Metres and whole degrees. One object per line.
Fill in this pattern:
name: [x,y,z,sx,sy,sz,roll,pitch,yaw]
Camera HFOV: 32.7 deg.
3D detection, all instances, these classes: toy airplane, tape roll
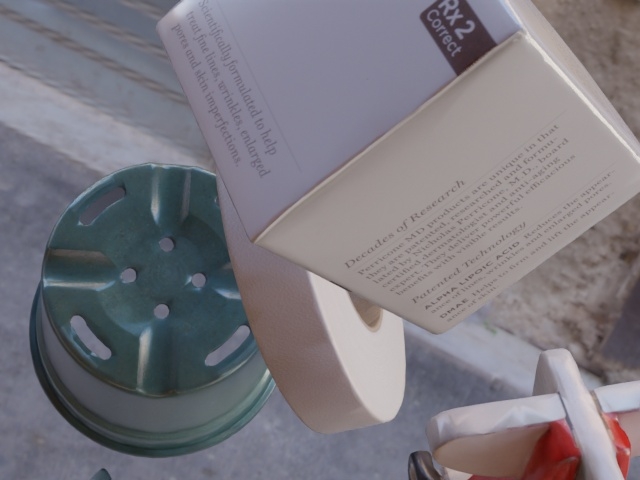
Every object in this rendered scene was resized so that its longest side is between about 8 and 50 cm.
toy airplane: [0.169,0.246,0.785,0.384,0.386,0.272,17,57,-46]
tape roll: [0.000,0.000,1.110,0.072,0.392,0.392,-14,19,15]

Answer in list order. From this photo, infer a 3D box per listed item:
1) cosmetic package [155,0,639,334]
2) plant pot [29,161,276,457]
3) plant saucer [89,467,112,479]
cosmetic package: [0.046,-0.070,0.554,0.184,0.151,0.151,28,29,-51]
plant pot: [-0.187,0.075,1.284,0.341,0.341,0.334,21,-16,-2]
plant saucer: [-0.248,0.318,1.227,0.021,0.119,0.119,-4,33,-25]
